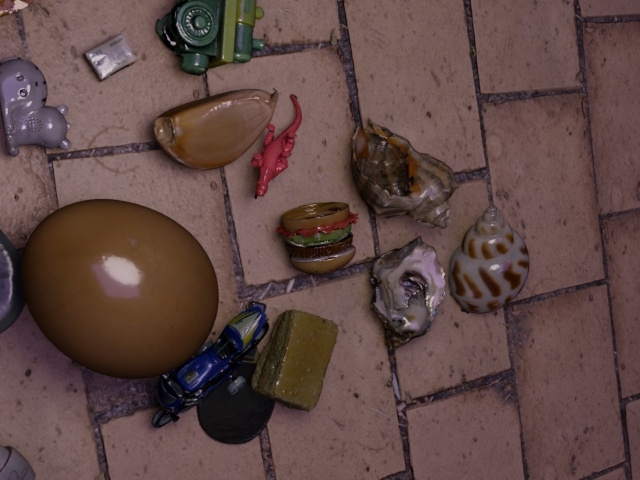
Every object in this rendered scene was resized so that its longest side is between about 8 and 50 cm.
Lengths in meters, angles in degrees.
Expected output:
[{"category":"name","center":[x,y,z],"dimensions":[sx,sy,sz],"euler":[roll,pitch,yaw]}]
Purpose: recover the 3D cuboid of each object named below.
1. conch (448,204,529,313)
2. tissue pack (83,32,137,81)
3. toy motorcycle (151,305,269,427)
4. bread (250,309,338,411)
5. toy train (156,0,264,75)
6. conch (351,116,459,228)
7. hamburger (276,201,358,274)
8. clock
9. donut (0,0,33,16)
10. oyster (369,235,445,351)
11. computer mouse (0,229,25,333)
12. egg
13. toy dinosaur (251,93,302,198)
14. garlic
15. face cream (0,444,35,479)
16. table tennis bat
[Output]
[{"category":"conch","center":[0.396,0.046,1.818],"dimensions":[0.182,0.148,0.275],"euler":[-23,103,-26]},{"category":"tissue pack","center":[-0.402,-0.349,1.501],"dimensions":[0.083,0.042,0.062],"euler":[-37,104,-19]},{"category":"toy motorcycle","center":[-0.220,0.250,1.524],"dimensions":[0.315,0.169,0.113],"euler":[-43,74,-4]},{"category":"bread","center":[-0.052,0.247,1.635],"dimensions":[0.138,0.102,0.196],"euler":[29,71,-39]},{"category":"toy train","center":[-0.191,-0.502,1.542],"dimensions":[0.237,0.150,0.369],"euler":[3,92,-30]},{"category":"conch","center":[0.166,-0.124,1.711],"dimensions":[0.210,0.159,0.291],"euler":[-32,65,-28]},{"category":"hamburger","center":[-0.003,0.001,1.632],"dimensions":[0.175,0.175,0.137],"euler":[-13,104,-23]},{"category":"clock","center":[-0.522,-0.247,1.429],"dimensions":[0.117,0.080,0.176],"euler":[-11,97,-23]},{"category":"donut","center":[-0.611,-0.505,1.364],"dimensions":[0.277,0.108,0.278],"euler":[-1,93,-24]},{"category":"oyster","center":[0.193,0.112,1.767],"dimensions":[0.222,0.083,0.214],"euler":[-36,109,-25]},{"category":"computer mouse","center":[-0.656,0.004,1.357],"dimensions":[0.188,0.122,0.371],"euler":[-34,98,-23]},{"category":"egg","center":[-0.349,0.086,1.387],"dimensions":[0.374,0.301,0.301],"euler":[33,78,-46]},{"category":"toy dinosaur","center":[-0.096,-0.171,1.619],"dimensions":[0.070,0.139,0.286],"euler":[19,44,-2]},{"category":"garlic","center":[-0.201,-0.226,1.527],"dimensions":[0.244,0.164,0.146],"euler":[-23,80,-13]},{"category":"face cream","center":[-0.575,0.424,1.424],"dimensions":[0.091,0.091,0.095],"euler":[-49,117,-15]},{"category":"table tennis bat","center":[-0.163,0.277,1.642],"dimensions":[0.173,0.022,0.302],"euler":[12,88,-24]}]
